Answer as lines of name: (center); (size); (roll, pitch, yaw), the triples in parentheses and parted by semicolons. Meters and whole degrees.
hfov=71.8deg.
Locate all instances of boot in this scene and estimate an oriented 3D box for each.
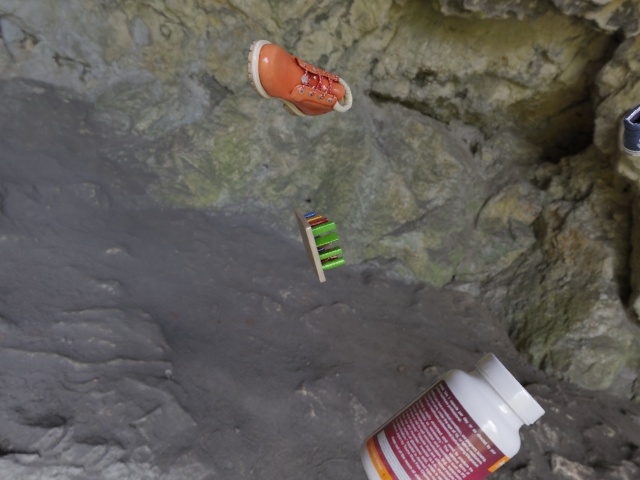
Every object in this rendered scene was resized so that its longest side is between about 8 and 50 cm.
boot: (-0.018, -0.182, 0.504); (0.085, 0.059, 0.158); (11, 4, 23)
boot: (0.595, -0.219, 0.727); (0.086, 0.190, 0.069); (41, 18, -48)

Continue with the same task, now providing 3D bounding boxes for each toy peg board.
toy peg board: (0.000, 0.000, 1.179); (0.079, 0.161, 0.160); (-18, 24, -7)

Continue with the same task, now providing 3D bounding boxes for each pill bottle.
pill bottle: (0.117, 0.174, 0.397); (0.086, 0.152, 0.086); (47, 6, -7)
